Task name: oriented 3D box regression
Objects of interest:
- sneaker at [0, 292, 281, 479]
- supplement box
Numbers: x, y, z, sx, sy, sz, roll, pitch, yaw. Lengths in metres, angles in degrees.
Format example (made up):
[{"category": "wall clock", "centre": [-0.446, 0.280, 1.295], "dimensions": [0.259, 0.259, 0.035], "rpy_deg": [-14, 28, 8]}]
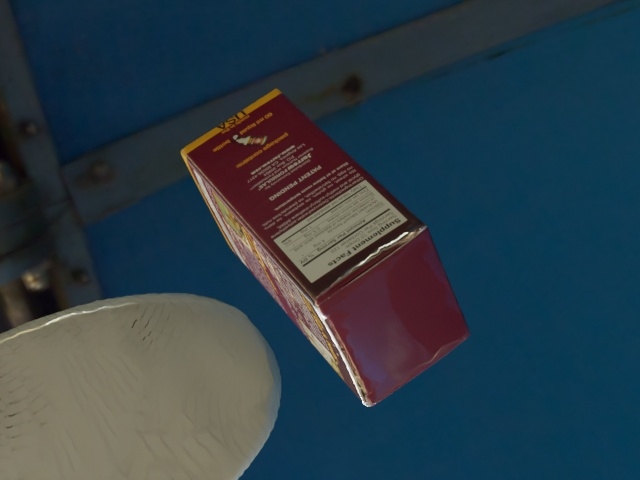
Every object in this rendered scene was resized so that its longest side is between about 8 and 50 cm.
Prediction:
[{"category": "sneaker", "centre": [-0.110, 0.078, 0.415], "dimensions": [0.080, 0.212, 0.094], "rpy_deg": [59, 2, -7]}, {"category": "supplement box", "centre": [0.000, 0.000, 0.809], "dimensions": [0.188, 0.081, 0.104], "rpy_deg": [46, -13, 46]}]
